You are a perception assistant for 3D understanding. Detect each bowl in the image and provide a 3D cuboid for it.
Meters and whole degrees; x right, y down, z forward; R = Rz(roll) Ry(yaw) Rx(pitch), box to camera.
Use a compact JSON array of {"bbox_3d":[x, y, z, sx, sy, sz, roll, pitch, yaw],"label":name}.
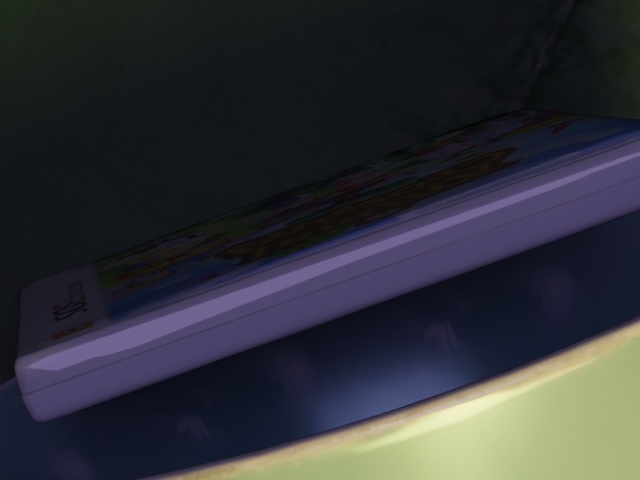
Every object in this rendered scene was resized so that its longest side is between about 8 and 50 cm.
[{"bbox_3d":[0.043,0.092,0.612,0.311,0.311,0.163,-20,98,-6],"label":"bowl"}]

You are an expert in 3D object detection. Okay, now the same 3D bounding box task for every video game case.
[{"bbox_3d":[0.000,0.000,0.664,0.212,0.193,0.023,-19,98,-6],"label":"video game case"}]
